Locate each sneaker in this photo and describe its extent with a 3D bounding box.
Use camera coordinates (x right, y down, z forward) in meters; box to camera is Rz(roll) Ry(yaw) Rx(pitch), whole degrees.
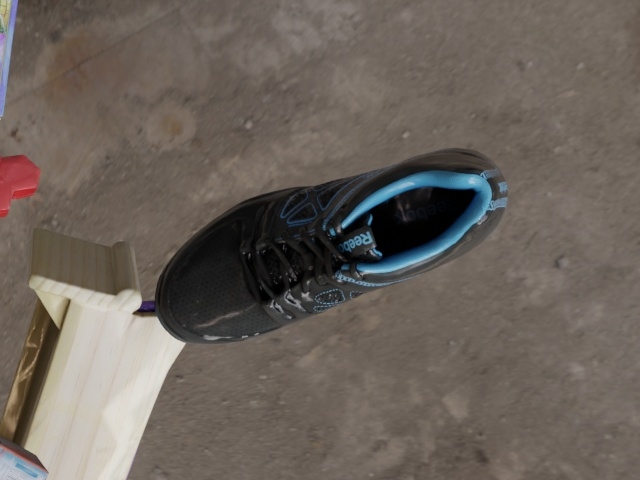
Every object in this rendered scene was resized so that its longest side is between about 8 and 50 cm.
[{"bbox_3d":[0.000,0.000,0.950,0.341,0.139,0.125,-24,90,8],"label":"sneaker"}]

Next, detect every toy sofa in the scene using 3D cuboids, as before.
[{"bbox_3d":[-0.282,0.184,1.198,0.177,0.150,0.362,15,106,-18],"label":"toy sofa"}]

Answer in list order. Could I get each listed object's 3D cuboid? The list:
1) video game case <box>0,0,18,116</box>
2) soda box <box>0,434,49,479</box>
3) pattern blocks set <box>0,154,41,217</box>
[{"bbox_3d":[-0.367,-0.253,0.887,0.244,0.061,0.269,9,88,-45],"label":"video game case"},{"bbox_3d":[-0.327,0.174,0.922,0.183,0.063,0.058,38,78,-24],"label":"soda box"},{"bbox_3d":[-0.447,-0.067,0.968,0.285,0.026,0.325,46,50,1],"label":"pattern blocks set"}]
